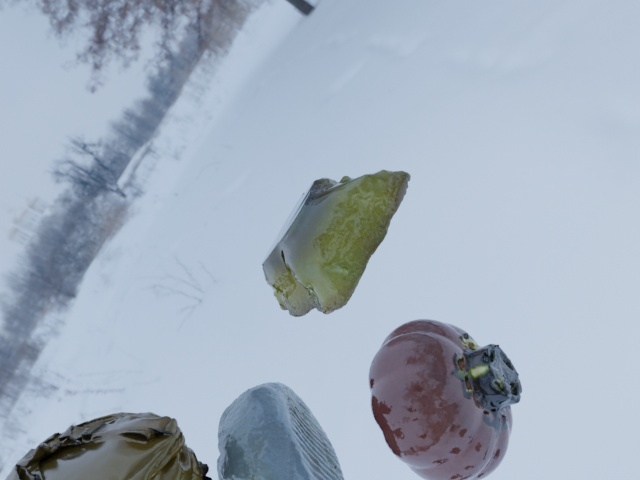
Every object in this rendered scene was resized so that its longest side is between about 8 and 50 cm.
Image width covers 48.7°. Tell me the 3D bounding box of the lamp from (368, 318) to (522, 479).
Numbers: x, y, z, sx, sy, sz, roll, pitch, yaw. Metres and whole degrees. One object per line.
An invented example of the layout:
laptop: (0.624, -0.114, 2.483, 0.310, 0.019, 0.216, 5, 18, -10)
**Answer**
lamp: (0.232, 0.279, 1.268, 0.240, 0.305, 0.305, -33, 26, 30)

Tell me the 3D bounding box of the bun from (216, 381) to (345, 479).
bun: (-0.085, 0.460, 1.426, 0.211, 0.362, 0.362, -31, 21, 9)

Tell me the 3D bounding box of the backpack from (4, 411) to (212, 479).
backpack: (-0.392, 0.448, 1.269, 0.353, 0.201, 0.378, -32, 24, -34)

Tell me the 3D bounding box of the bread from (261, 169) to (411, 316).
bread: (0.000, 0.000, 0.764, 0.160, 0.088, 0.233, -54, 7, -17)
